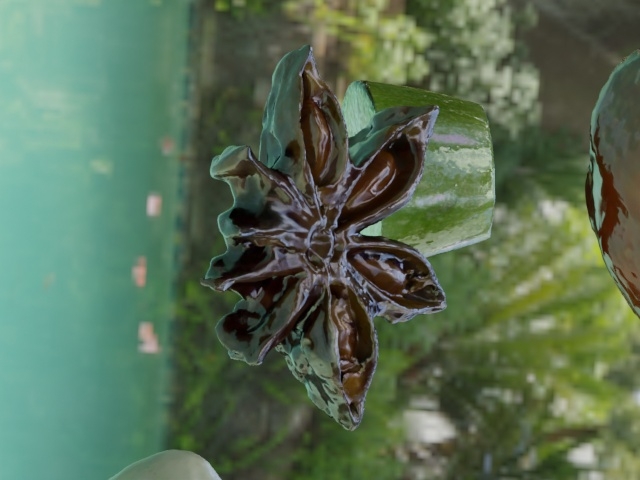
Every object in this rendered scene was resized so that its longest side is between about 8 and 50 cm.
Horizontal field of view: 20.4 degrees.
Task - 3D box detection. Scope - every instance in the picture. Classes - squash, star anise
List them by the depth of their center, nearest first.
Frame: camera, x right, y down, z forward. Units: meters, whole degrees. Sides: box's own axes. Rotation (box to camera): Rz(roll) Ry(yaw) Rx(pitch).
[{"bbox_3d":[0.002,-0.007,1.197,0.214,0.099,0.220,39,71,-40],"label":"star anise"},{"bbox_3d":[0.084,-0.058,1.551,0.170,0.123,0.170,178,-90,-87],"label":"squash"}]

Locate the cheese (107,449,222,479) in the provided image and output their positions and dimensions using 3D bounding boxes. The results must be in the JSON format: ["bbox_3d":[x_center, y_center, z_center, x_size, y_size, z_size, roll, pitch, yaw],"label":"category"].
[{"bbox_3d":[-0.249,0.372,1.805,0.130,0.328,0.351,-3,97,-62],"label":"cheese"}]

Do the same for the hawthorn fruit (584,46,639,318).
[{"bbox_3d":[0.255,-0.004,0.964,0.205,0.205,0.253,96,-27,-53],"label":"hawthorn fruit"}]
